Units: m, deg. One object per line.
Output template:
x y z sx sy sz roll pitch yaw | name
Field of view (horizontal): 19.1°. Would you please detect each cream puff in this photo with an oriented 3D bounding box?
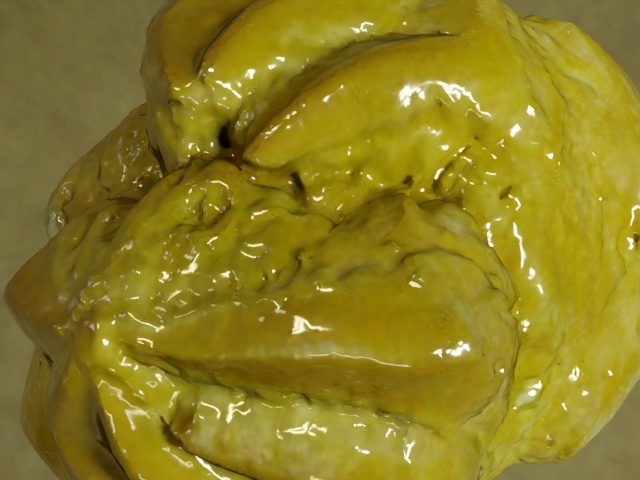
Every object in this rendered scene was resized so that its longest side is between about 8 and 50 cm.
0.007 -0.005 0.908 0.323 0.270 0.274 -1 97 12 | cream puff
